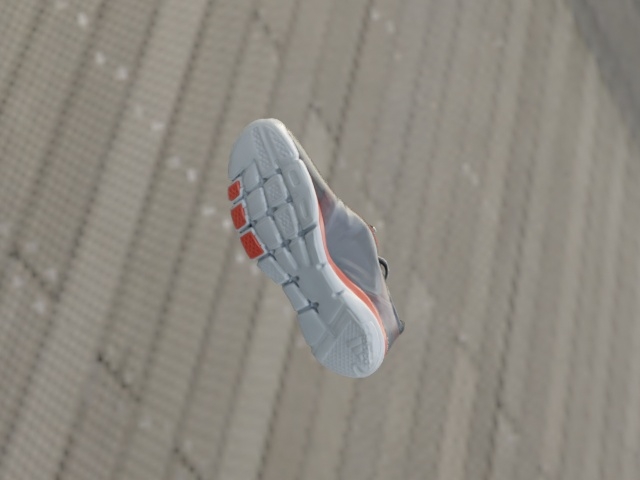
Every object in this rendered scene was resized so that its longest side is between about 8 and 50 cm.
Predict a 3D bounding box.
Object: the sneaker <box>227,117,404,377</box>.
[{"bbox_3d":[0.000,0.000,1.119,0.065,0.061,0.158,-33,102,-52],"label":"sneaker"}]
